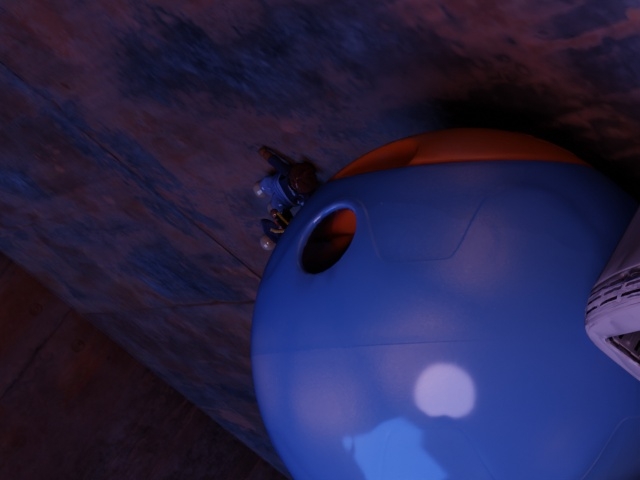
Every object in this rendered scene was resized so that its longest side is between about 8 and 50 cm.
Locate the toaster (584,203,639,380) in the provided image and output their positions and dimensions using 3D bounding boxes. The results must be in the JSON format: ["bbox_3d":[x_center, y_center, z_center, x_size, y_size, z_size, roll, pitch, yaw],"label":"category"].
[{"bbox_3d":[0.234,0.009,0.799,0.129,0.146,0.227,39,163,-8],"label":"toaster"}]

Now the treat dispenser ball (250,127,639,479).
[{"bbox_3d":[0.097,0.070,0.987,0.288,0.288,0.288,32,163,11],"label":"treat dispenser ball"}]

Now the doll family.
[{"bbox_3d":[0.000,0.000,1.366,0.193,0.076,0.111,41,168,-7],"label":"doll family"}]
